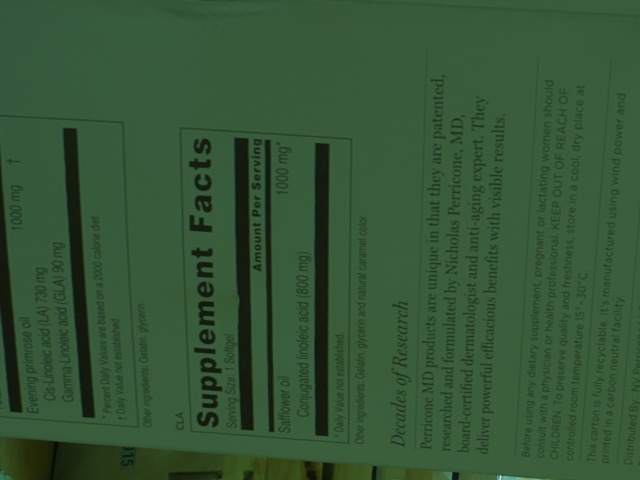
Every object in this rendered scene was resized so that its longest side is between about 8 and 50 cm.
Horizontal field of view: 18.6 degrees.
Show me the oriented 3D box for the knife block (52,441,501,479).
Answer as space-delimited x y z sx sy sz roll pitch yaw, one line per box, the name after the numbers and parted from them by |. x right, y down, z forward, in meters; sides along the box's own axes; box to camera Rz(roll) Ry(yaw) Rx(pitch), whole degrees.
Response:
0.007 0.111 0.873 0.242 0.276 0.088 28 62 -51 | knife block

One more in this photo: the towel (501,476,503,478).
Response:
0.020 0.098 1.030 0.275 0.031 0.199 -60 -137 38 | towel

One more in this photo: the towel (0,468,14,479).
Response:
-0.115 0.142 0.692 0.148 0.027 0.110 70 24 -73 | towel

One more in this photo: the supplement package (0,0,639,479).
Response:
-0.008 -0.030 0.541 0.139 0.244 0.134 -73 165 -61 | supplement package
